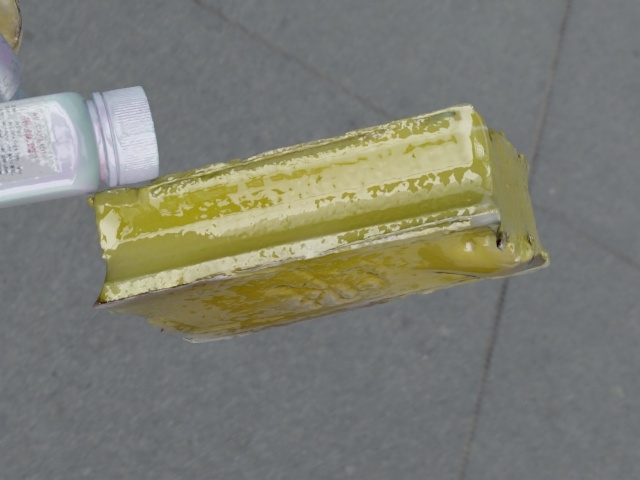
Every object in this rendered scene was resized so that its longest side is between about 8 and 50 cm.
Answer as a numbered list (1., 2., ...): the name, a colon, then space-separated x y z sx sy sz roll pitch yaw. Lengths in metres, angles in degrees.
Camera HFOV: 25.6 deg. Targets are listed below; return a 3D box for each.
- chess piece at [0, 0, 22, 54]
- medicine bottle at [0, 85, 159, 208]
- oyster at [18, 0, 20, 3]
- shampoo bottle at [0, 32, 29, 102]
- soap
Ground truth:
1. chess piece: -0.304 -0.079 1.039 0.137 0.301 0.137 8 60 -14
2. medicine bottle: -0.148 -0.048 0.746 0.118 0.074 0.055 -10 89 -13
3. oyster: -0.326 -0.246 1.382 0.086 0.029 0.132 20 91 -1
4. shampoo bottle: -0.230 -0.124 0.818 0.214 0.072 0.072 60 35 -51
5. soap: 0.000 -0.002 0.784 0.135 0.233 0.076 31 51 -65
